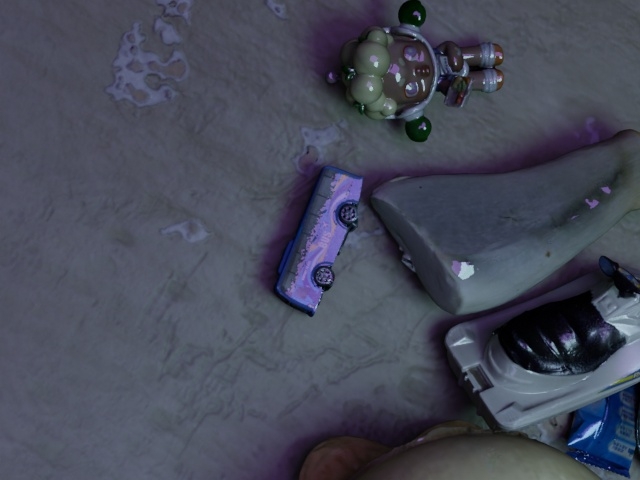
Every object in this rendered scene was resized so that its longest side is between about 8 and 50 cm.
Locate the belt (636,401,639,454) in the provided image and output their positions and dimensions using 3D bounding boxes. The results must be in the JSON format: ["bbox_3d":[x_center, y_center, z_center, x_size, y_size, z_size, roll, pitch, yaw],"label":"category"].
[{"bbox_3d":[0.415,0.189,1.247,0.147,0.082,0.163,47,68,-17],"label":"belt"}]

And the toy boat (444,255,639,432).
[{"bbox_3d":[0.269,0.095,1.186,0.269,0.141,0.141,-25,93,-9],"label":"toy boat"}]

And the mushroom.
[{"bbox_3d":[0.228,-0.037,1.197,0.329,0.122,0.159,-22,96,-16],"label":"mushroom"}]

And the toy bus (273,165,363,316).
[{"bbox_3d":[0.000,0.000,1.172,0.061,0.051,0.153,22,81,1],"label":"toy bus"}]

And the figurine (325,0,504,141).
[{"bbox_3d":[0.106,-0.177,1.188,0.197,0.093,0.147,-6,98,-16],"label":"figurine"}]

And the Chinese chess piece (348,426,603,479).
[{"bbox_3d":[0.141,0.337,1.070,0.338,0.140,0.338,-5,120,-8],"label":"Chinese chess piece"}]

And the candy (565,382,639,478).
[{"bbox_3d":[0.315,0.183,1.246,0.088,0.038,0.136,20,72,-16],"label":"candy"}]

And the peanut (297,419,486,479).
[{"bbox_3d":[0.104,0.246,1.156,0.263,0.101,0.117,-3,64,-12],"label":"peanut"}]
